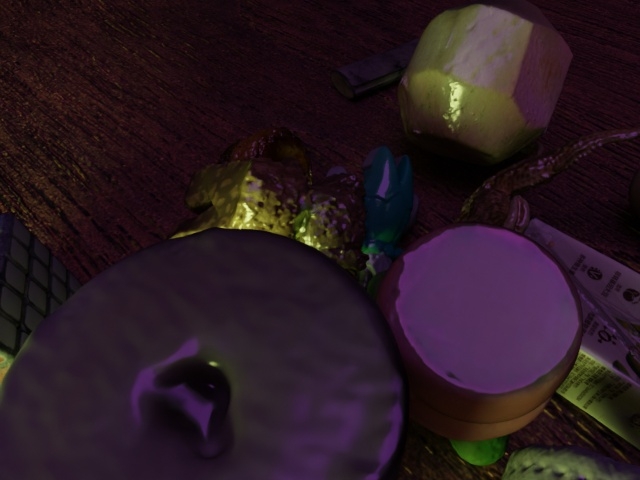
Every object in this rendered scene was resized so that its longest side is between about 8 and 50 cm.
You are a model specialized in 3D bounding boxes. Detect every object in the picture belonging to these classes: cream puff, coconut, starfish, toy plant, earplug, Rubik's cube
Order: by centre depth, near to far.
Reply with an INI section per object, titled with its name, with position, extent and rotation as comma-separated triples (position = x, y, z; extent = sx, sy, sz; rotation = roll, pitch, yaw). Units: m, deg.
[earplug]
position = -0.070, 0.227, 0.500
extent = 0.312, 0.394, 0.313
rotation = -4, 50, 5
[toy plant]
position = 0.158, 0.107, 0.595
extent = 0.210, 0.356, 0.317
rotation = -32, 65, 0
[Rubik's cube]
position = -0.474, 0.145, 0.676
extent = 0.237, 0.238, 0.237
rotation = -24, 49, -5
[starfish]
position = 0.365, -0.104, 0.866
extent = 0.432, 0.324, 0.082
rotation = -36, 92, -22
[cream puff]
position = -0.128, -0.137, 0.991
extent = 0.168, 0.183, 0.183
rotation = 4, 44, 40
[coconut]
position = 0.334, -0.332, 1.009
extent = 0.352, 0.353, 0.353
rotation = -1, 49, 1

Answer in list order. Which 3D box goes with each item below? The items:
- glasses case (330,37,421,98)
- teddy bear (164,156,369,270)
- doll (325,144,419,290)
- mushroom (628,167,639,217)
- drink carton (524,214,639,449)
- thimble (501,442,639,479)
[glasses case]
position = 0.178, -0.466, 1.305
extent = 0.299, 0.060, 0.114
rotation = -28, 54, -20
[teddy bear]
position = -0.085, -0.034, 0.805
extent = 0.296, 0.222, 0.246
rotation = -19, 48, 40
[doll]
position = 0.082, -0.043, 0.877
extent = 0.153, 0.195, 0.258
rotation = -8, 42, 55
[mushroom]
position = 0.686, -0.060, 0.853
extent = 0.246, 0.246, 0.203
rotation = 7, 92, 8
[drink carton]
position = 0.405, 0.132, 0.738
extent = 0.324, 0.132, 0.194
rotation = 35, 58, 26
[thimble]
position = 0.295, 0.340, 0.501
extent = 0.245, 0.217, 0.157
rotation = 7, 47, 44
